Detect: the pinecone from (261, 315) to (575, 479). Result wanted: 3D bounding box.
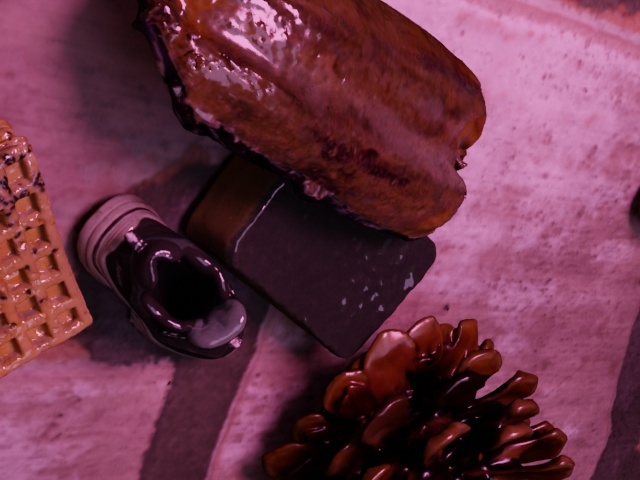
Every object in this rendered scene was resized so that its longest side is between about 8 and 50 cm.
[{"bbox_3d":[0.088,0.202,0.907,0.264,0.264,0.264,-22,128,-31],"label":"pinecone"}]

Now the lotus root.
[{"bbox_3d":[0.019,-0.108,0.727,0.329,0.078,0.167,19,66,-50],"label":"lotus root"}]

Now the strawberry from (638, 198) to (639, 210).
[{"bbox_3d":[0.357,-0.035,1.143,0.073,0.073,0.083,-47,173,-9],"label":"strawberry"}]

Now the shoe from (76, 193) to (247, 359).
[{"bbox_3d":[-0.088,0.043,0.760,0.071,0.099,0.169,-48,137,-11],"label":"shoe"}]

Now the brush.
[{"bbox_3d":[0.000,0.000,0.840,0.123,0.059,0.197,-51,136,-3],"label":"brush"}]

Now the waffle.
[{"bbox_3d":[-0.205,0.012,0.678,0.102,0.042,0.148,-30,131,-25],"label":"waffle"}]
